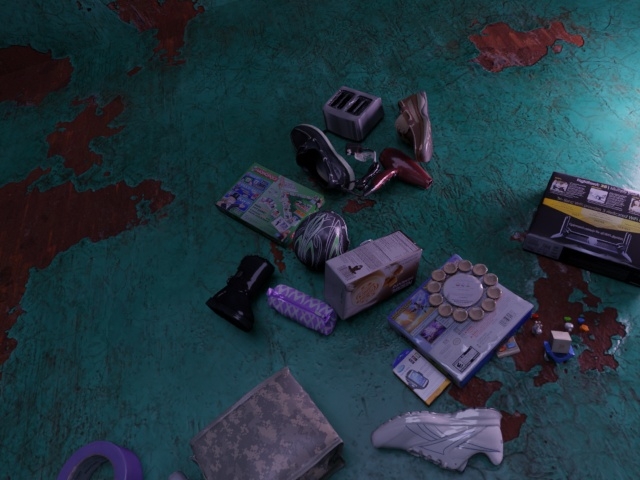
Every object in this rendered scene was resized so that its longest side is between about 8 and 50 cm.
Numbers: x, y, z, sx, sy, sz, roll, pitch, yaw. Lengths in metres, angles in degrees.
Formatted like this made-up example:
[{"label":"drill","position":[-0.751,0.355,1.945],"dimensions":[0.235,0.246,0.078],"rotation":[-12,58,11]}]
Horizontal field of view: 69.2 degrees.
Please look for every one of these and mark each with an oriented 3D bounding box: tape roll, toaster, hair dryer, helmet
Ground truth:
[{"label":"tape roll","position":[-0.543,0.600,1.140],"dimensions":[0.189,0.080,0.189],"rotation":[-6,56,9]},{"label":"toaster","position":[0.110,-0.453,1.668],"dimensions":[0.168,0.110,0.185],"rotation":[29,68,29]},{"label":"hair dryer","position":[0.210,-0.205,1.478],"dimensions":[0.294,0.080,0.223],"rotation":[4,59,-2]},{"label":"helmet","position":[0.000,0.000,1.358],"dimensions":[0.170,0.161,0.169],"rotation":[-6,56,10]}]

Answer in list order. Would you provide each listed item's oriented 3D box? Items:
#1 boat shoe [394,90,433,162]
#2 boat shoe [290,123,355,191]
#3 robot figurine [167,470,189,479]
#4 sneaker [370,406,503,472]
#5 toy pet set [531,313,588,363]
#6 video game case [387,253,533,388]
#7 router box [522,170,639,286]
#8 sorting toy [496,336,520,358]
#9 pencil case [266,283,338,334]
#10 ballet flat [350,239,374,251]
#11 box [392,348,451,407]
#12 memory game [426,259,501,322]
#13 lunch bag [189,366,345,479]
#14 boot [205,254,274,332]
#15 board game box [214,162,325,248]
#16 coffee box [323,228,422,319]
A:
[{"label":"boat shoe","position":[0.313,-0.377,1.571],"dimensions":[0.117,0.123,0.324],"rotation":[-7,47,14]},{"label":"boat shoe","position":[-0.026,-0.276,1.564],"dimensions":[0.113,0.127,0.340],"rotation":[-19,59,-32]},{"label":"robot figurine","position":[-0.249,0.658,0.952],"dimensions":[0.300,0.199,0.353],"rotation":[-23,48,-40]},{"label":"sneaker","position":[0.260,0.446,1.032],"dimensions":[0.297,0.111,0.129],"rotation":[-8,61,10]},{"label":"toy pet set","position":[0.582,0.240,1.130],"dimensions":[0.122,0.065,0.114],"rotation":[4,23,13]},{"label":"video game case","position":[0.353,0.196,1.192],"dimensions":[0.269,0.061,0.244],"rotation":[-40,53,-14]},{"label":"router box","position":[0.742,-0.038,1.249],"dimensions":[0.309,0.081,0.243],"rotation":[22,65,26]},{"label":"sorting toy","position":[0.447,0.262,1.162],"dimensions":[0.083,0.012,0.062],"rotation":[-17,55,2]},{"label":"pencil case","position":[-0.048,0.190,1.287],"dimensions":[0.206,0.088,0.086],"rotation":[19,87,26]},{"label":"ballet flat","position":[0.089,0.067,1.357],"dimensions":[0.070,0.070,0.188],"rotation":[28,63,28]},{"label":"box","position":[0.245,0.335,1.155],"dimensions":[0.081,0.028,0.136],"rotation":[-40,54,-14]},{"label":"memory game","position":[0.366,0.128,1.193],"dimensions":[0.186,0.012,0.186],"rotation":[-9,51,11]},{"label":"lunch bag","position":[-0.123,0.476,1.044],"dimensions":[0.287,0.169,0.235],"rotation":[-29,50,-23]},{"label":"boot","position":[-0.206,0.137,1.318],"dimensions":[0.207,0.094,0.246],"rotation":[-50,28,-18]},{"label":"board game box","position":[-0.173,-0.126,1.557],"dimensions":[0.317,0.046,0.213],"rotation":[29,67,29]},{"label":"coffee box","position":[0.138,0.088,1.237],"dimensions":[0.247,0.141,0.098],"rotation":[-22,48,-25]}]
